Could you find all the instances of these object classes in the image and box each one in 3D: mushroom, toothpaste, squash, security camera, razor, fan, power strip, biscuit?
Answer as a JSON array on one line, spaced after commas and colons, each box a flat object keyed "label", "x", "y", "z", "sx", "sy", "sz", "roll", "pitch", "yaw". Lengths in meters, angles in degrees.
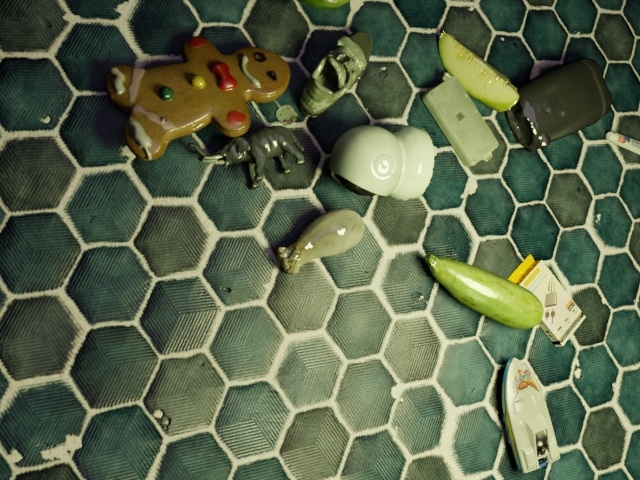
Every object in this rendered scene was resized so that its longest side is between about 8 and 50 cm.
[{"label": "mushroom", "x": 0.000, "y": 0.000, "z": 1.433, "sx": 0.225, "sy": 0.093, "sz": 0.116, "roll": -26, "pitch": 112, "yaw": -27}, {"label": "toothpaste", "x": 0.999, "y": -0.306, "z": 1.890, "sx": 0.218, "sy": 0.033, "sz": 0.052, "roll": 14, "pitch": 81, "yaw": -23}, {"label": "squash", "x": 0.430, "y": 0.136, "z": 1.559, "sx": 0.370, "sy": 0.118, "sz": 0.118, "roll": 25, "pitch": 74, "yaw": -15}, {"label": "security camera", "x": 0.138, "y": -0.197, "z": 1.461, "sx": 0.236, "sy": 0.194, "sz": 0.195, "roll": 1, "pitch": 81, "yaw": -24}, {"label": "razor", "x": 0.712, "y": -0.408, "z": 1.752, "sx": 0.349, "sy": 0.113, "sz": 0.204, "roll": -28, "pitch": 94, "yaw": -22}, {"label": "fan", "x": -0.095, "y": -0.330, "z": 1.496, "sx": 0.056, "sy": 0.004, "sz": 0.083, "roll": -42, "pitch": 96, "yaw": -21}, {"label": "squash", "x": 0.424, "y": -0.468, "z": 1.656, "sx": 0.252, "sy": 0.093, "sz": 0.169, "roll": 31, "pitch": 28, "yaw": -14}, {"label": "power strip", "x": 0.392, "y": -0.336, "z": 1.657, "sx": 0.118, "sy": 0.046, "sz": 0.270, "roll": -36, "pitch": 96, "yaw": -19}, {"label": "biscuit", "x": -0.267, "y": -0.361, "z": 1.369, "sx": 0.432, "sy": 0.064, "sz": 0.283, "roll": -21, "pitch": 74, "yaw": -19}]

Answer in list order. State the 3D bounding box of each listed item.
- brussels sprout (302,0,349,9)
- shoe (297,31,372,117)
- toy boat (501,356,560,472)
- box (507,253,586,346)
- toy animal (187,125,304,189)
[{"label": "brussels sprout", "x": 0.018, "y": -0.708, "z": 1.496, "sx": 0.244, "sy": 0.244, "sz": 0.244, "roll": 3, "pitch": 80, "yaw": -20}, {"label": "shoe", "x": 0.061, "y": -0.443, "z": 1.496, "sx": 0.109, "sy": 0.149, "sz": 0.293, "roll": 40, "pitch": 72, "yaw": -9}, {"label": "toy boat", "x": 0.544, "y": 0.455, "z": 1.565, "sx": 0.129, "sy": 0.088, "sz": 0.295, "roll": -11, "pitch": 86, "yaw": -22}, {"label": "box", "x": 0.641, "y": 0.170, "z": 1.677, "sx": 0.129, "sy": 0.033, "sz": 0.247, "roll": -43, "pitch": 98, "yaw": -20}, {"label": "toy animal", "x": -0.166, "y": -0.197, "z": 1.410, "sx": 0.269, "sy": 0.082, "sz": 0.137, "roll": -16, "pitch": 84, "yaw": -18}]
